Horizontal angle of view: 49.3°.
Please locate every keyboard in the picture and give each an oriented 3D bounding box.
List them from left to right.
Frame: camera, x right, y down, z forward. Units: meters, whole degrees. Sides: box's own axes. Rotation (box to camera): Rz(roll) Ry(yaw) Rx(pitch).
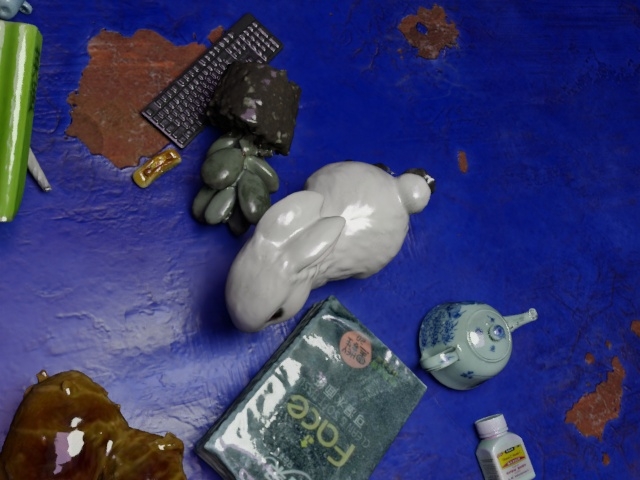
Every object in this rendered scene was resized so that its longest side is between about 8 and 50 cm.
[{"bbox_3d":[-0.185,-0.290,1.233,0.101,0.018,0.310,41,61,-7],"label":"keyboard"}]

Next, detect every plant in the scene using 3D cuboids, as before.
[{"bbox_3d":[-0.125,-0.148,1.141,0.149,0.146,0.275,22,75,-43],"label":"plant"}]

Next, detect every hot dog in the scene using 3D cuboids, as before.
[{"bbox_3d":[-0.263,-0.121,1.130,0.030,0.034,0.090,49,59,-2],"label":"hot dog"}]

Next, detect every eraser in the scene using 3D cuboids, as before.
[{"bbox_3d":[-0.501,-0.166,0.943,0.209,0.092,0.274,5,92,-14],"label":"eraser"}]

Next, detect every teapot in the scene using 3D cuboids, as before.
[{"bbox_3d":[0.261,0.172,1.196,0.231,0.159,0.159,-20,81,-29],"label":"teapot"}]

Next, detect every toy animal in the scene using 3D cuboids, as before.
[{"bbox_3d":[0.000,0.000,1.066,0.194,0.258,0.357,51,40,2],"label":"toy animal"}]

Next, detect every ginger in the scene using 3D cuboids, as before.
[{"bbox_3d":[-0.287,0.354,0.883,0.357,0.152,0.274,41,61,-4],"label":"ginger"}]

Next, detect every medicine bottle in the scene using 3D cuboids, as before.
[{"bbox_3d":[0.311,0.364,1.202,0.074,0.055,0.118,-12,77,-26],"label":"medicine bottle"}]

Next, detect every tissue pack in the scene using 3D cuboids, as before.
[{"bbox_3d":[-0.007,0.272,1.065,0.228,0.103,0.316,44,60,-4],"label":"tissue pack"}]

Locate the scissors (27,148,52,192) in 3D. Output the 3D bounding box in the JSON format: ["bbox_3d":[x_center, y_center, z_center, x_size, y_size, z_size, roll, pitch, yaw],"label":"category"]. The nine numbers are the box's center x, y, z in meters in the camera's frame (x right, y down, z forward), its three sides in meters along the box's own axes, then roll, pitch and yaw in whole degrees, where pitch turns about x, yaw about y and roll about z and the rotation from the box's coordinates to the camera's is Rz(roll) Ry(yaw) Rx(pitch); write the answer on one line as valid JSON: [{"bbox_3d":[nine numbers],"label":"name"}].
[{"bbox_3d":[-0.465,-0.163,1.061,0.110,0.021,0.212,-30,86,-22],"label":"scissors"}]

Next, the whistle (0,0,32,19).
[{"bbox_3d":[-0.545,-0.433,1.041,0.269,0.180,0.093,36,59,-45],"label":"whistle"}]
